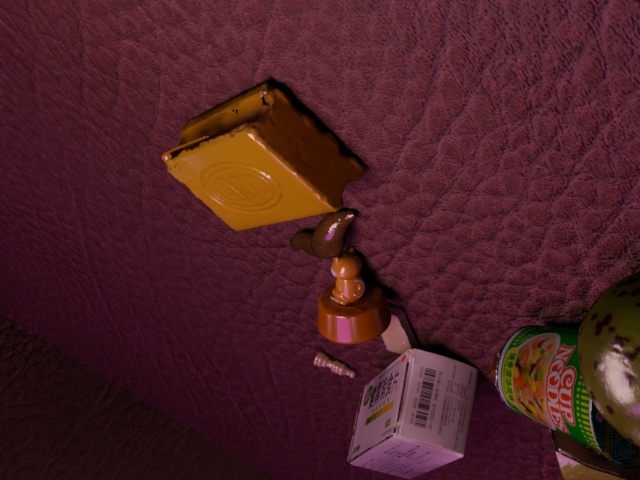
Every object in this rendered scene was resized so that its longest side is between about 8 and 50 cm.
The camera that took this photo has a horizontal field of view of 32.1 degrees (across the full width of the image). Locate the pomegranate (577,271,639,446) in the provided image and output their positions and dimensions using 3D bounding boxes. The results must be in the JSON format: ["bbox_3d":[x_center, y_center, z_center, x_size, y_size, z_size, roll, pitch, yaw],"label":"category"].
[{"bbox_3d":[0.469,0.131,1.408,0.231,0.286,0.231,54,-165,-21],"label":"pomegranate"}]

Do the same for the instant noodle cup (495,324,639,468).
[{"bbox_3d":[0.391,0.213,1.650,0.207,0.207,0.233,46,160,-26],"label":"instant noodle cup"}]

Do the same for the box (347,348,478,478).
[{"bbox_3d":[0.173,0.337,2.129,0.145,0.173,0.333,15,157,-8],"label":"box"}]

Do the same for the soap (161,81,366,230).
[{"bbox_3d":[-0.102,-0.118,1.731,0.204,0.096,0.324,42,155,-20],"label":"soap"}]

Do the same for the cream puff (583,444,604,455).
[{"bbox_3d":[0.471,0.300,1.812,0.119,0.104,0.133,34,162,17],"label":"cream puff"}]

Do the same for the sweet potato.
[{"bbox_3d":[0.000,0.002,1.883,0.069,0.059,0.249,67,157,2],"label":"sweet potato"}]

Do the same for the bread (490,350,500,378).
[{"bbox_3d":[0.320,0.219,1.924,0.047,0.036,0.083,23,157,14],"label":"bread"}]

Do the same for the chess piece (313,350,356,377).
[{"bbox_3d":[0.033,0.271,2.390,0.092,0.035,0.035,24,155,12],"label":"chess piece"}]

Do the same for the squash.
[{"bbox_3d":[0.458,0.383,1.885,0.184,0.085,0.192,23,-164,2],"label":"squash"}]

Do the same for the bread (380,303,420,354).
[{"bbox_3d":[0.138,0.166,2.061,0.068,0.028,0.153,16,151,32],"label":"bread"}]

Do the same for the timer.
[{"bbox_3d":[0.050,0.082,1.930,0.132,0.132,0.152,16,129,35],"label":"timer"}]
